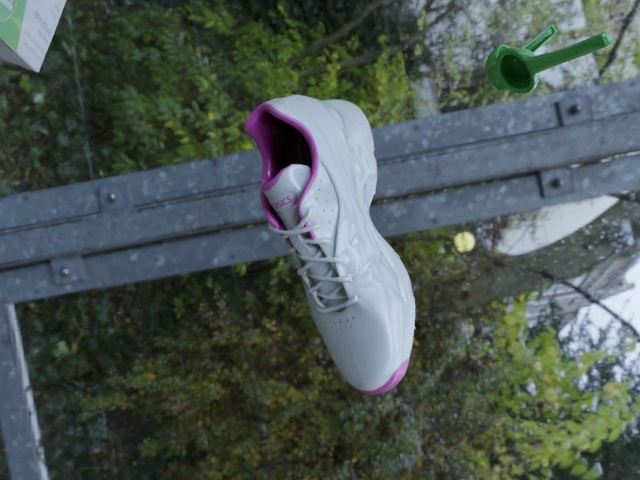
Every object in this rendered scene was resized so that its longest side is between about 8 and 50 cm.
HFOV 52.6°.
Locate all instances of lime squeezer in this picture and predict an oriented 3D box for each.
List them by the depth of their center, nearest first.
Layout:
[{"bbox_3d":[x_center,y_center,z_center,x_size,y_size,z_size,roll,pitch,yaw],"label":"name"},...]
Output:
[{"bbox_3d":[0.252,-0.210,0.763,0.310,0.109,0.059,-63,139,-69],"label":"lime squeezer"}]

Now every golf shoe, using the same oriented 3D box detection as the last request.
[{"bbox_3d":[0.000,0.000,0.628,0.140,0.115,0.307,4,67,-51],"label":"golf shoe"}]

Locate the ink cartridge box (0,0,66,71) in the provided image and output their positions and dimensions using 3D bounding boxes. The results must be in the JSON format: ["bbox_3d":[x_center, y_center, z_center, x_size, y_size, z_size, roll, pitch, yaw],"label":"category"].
[{"bbox_3d":[-0.299,-0.374,0.647,0.207,0.119,0.354,-174,-76,-80],"label":"ink cartridge box"}]
